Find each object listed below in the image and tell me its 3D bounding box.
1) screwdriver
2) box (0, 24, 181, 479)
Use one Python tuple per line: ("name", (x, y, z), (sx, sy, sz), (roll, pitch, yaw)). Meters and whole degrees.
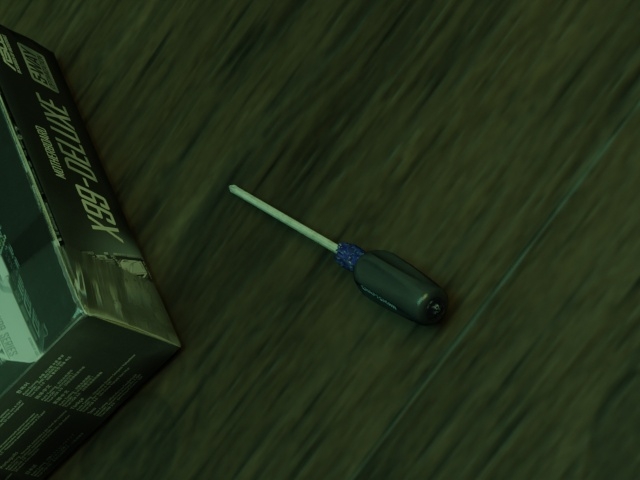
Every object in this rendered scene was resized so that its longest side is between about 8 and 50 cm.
("screwdriver", (0.000, 0.000, 0.755), (0.170, 0.025, 0.024), (30, 94, 43))
("box", (-0.240, 0.059, 0.902), (0.307, 0.076, 0.242), (-43, 51, 20))
